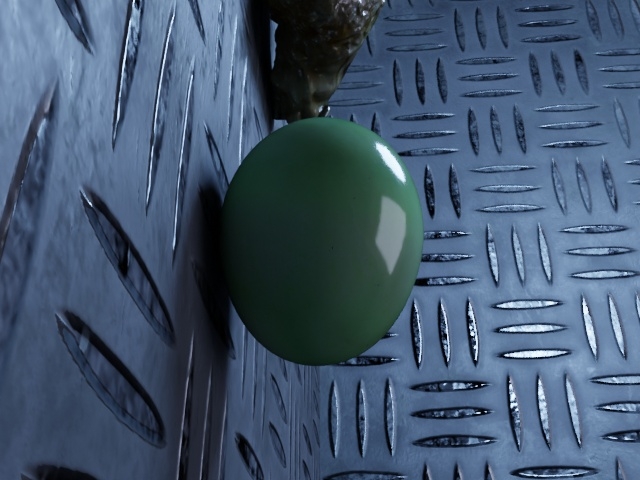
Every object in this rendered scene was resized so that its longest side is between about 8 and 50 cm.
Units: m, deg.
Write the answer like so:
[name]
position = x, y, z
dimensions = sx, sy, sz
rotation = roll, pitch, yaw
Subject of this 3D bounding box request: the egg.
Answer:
[egg]
position = 0.000, 0.000, 0.817
dimensions = 0.220, 0.221, 0.269
rotation = 67, 29, -80

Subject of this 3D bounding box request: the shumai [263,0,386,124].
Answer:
[shumai]
position = 0.012, -0.349, 1.296
dimensions = 0.346, 0.217, 0.283
rotation = -91, 177, -65
